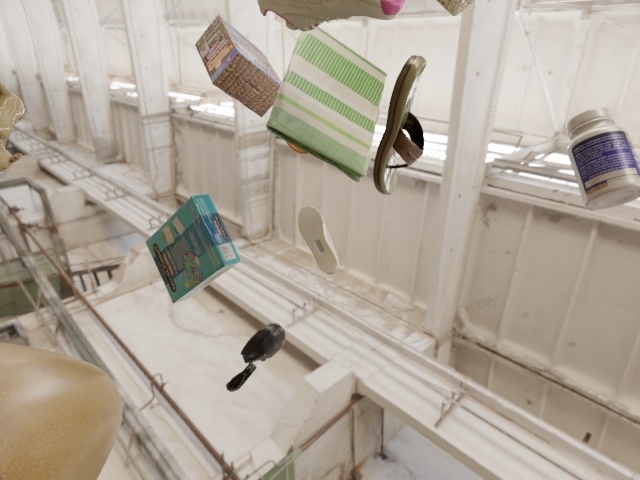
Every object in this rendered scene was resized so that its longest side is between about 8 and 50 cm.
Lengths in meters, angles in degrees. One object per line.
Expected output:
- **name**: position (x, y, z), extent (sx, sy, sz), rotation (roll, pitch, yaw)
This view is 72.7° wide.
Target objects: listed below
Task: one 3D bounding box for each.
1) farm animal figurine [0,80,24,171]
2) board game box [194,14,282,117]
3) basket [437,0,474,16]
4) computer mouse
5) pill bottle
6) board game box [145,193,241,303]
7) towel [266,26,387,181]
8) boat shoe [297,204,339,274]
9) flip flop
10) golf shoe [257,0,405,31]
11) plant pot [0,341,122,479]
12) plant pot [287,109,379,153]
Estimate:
- **farm animal figurine**: position (-0.666, -0.137, 0.757), extent (0.327, 0.330, 0.172), rotation (46, -27, 28)
- **board game box**: position (-0.291, -0.627, 1.568), extent (0.141, 0.232, 0.291), rotation (-43, -128, 20)
- **basket**: position (0.317, -0.598, 0.960), extent (0.103, 0.113, 0.167), rotation (52, 3, 5)
- **computer mouse**: position (-0.123, 0.232, 0.815), extent (0.041, 0.071, 0.242), rotation (50, -45, 20)
- **pill bottle**: position (0.571, -0.168, 0.883), extent (0.112, 0.111, 0.187), rotation (-32, -121, 52)
- **board game box**: position (-0.445, 0.034, 1.493), extent (0.336, 0.079, 0.254), rotation (-33, -100, 36)
- **towel**: position (0.028, -0.317, 0.975), extent (0.038, 0.247, 0.325), rotation (-28, -137, 55)
- **boat shoe**: position (0.000, 0.000, 1.075), extent (0.184, 0.066, 0.063), rotation (60, 2, 16)
- **flip flop**: position (0.155, -0.190, 0.786), extent (0.080, 0.112, 0.277), rotation (19, -45, 9)
- **golf shoe**: position (0.005, -0.437, 0.778), extent (0.306, 0.115, 0.140), rotation (30, -36, 17)
- **plant pot**: position (-0.291, 0.183, 0.373), extent (0.237, 0.237, 0.254), rotation (63, 1, 6)
- **plant pot**: position (0.038, -0.396, 1.298), extent (0.290, 0.203, 0.291), rotation (3, -86, 52)
